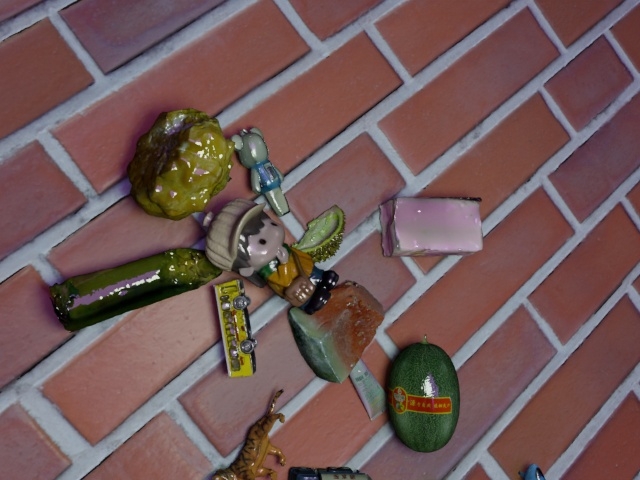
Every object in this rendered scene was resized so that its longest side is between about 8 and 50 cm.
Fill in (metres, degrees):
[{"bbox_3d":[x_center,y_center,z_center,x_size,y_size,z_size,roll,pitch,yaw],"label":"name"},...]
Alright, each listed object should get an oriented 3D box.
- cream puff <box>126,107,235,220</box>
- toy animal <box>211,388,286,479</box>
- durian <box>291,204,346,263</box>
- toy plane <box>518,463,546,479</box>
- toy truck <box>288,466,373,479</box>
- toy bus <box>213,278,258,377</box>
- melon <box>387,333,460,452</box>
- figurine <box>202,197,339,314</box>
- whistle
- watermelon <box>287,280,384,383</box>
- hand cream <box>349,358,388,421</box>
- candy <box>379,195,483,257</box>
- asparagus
[{"bbox_3d":[-0.300,-0.165,1.364,0.185,0.282,0.281,32,72,-39],"label":"cream puff"},{"bbox_3d":[-0.141,0.472,1.418,0.116,0.114,0.255,14,69,28],"label":"toy animal"},{"bbox_3d":[0.000,0.000,1.540,0.100,0.086,0.215,33,67,23],"label":"durian"},{"bbox_3d":[0.577,0.727,1.608,0.254,0.105,0.271,-6,84,-20],"label":"toy plane"},{"bbox_3d":[0.027,0.590,1.451,0.202,0.088,0.074,9,82,-17],"label":"toy truck"},{"bbox_3d":[-0.195,0.206,1.430,0.074,0.081,0.226,-10,88,3],"label":"toy bus"},{"bbox_3d":[0.256,0.378,1.505,0.182,0.182,0.287,2,84,-18],"label":"melon"},{"bbox_3d":[-0.129,0.045,1.429,0.332,0.204,0.185,50,39,-23],"label":"figurine"},{"bbox_3d":[-0.144,-0.167,1.504,0.114,0.077,0.235,-35,102,-47],"label":"whistle"},{"bbox_3d":[0.061,0.202,1.511,0.257,0.140,0.192,-35,102,-27],"label":"watermelon"},{"bbox_3d":[0.117,0.370,1.538,0.076,0.047,0.174,-35,103,-20],"label":"hand cream"},{"bbox_3d":[0.296,-0.035,1.608,0.265,0.116,0.155,-1,84,-19],"label":"candy"},{"bbox_3d":[-0.399,0.093,1.359,0.382,0.128,0.108,-18,47,-21],"label":"asparagus"}]
